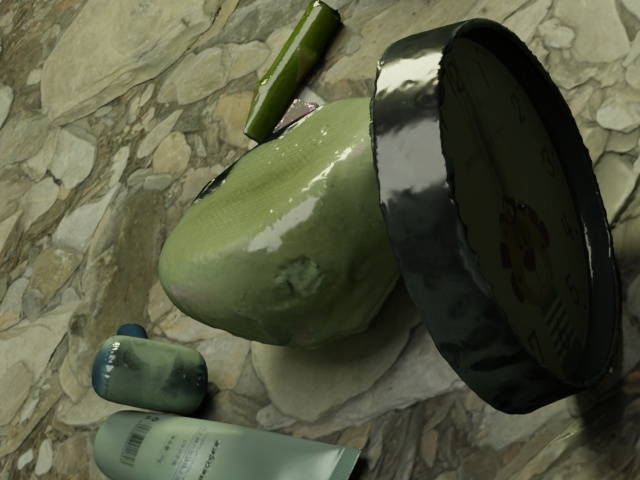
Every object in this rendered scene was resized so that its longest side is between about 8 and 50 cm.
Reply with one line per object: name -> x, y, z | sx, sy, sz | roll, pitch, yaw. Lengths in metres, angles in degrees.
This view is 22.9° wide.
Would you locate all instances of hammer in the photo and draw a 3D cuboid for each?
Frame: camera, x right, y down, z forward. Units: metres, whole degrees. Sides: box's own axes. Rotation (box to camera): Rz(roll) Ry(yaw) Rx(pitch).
hammer -> -0.183, 0.121, 1.629 | 0.194, 0.116, 0.069 | -138, 60, -72

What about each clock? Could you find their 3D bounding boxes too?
clock -> 0.143, -0.022, 1.217 | 0.061, 0.312, 0.312 | -18, 49, 29

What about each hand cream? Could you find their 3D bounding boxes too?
hand cream -> -0.101, 0.215, 1.481 | 0.321, 0.067, 0.109 | 6, 59, 46

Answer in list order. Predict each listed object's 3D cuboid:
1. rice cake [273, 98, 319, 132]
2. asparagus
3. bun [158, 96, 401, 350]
rice cake -> -0.057, -0.057, 1.674 | 0.047, 0.036, 0.206 | 20, 75, 47
asparagus -> -0.036, -0.186, 1.754 | 0.045, 0.041, 0.178 | 30, 82, 8
bun -> 0.000, 0.000, 1.471 | 0.283, 0.179, 0.283 | -33, 21, 14
